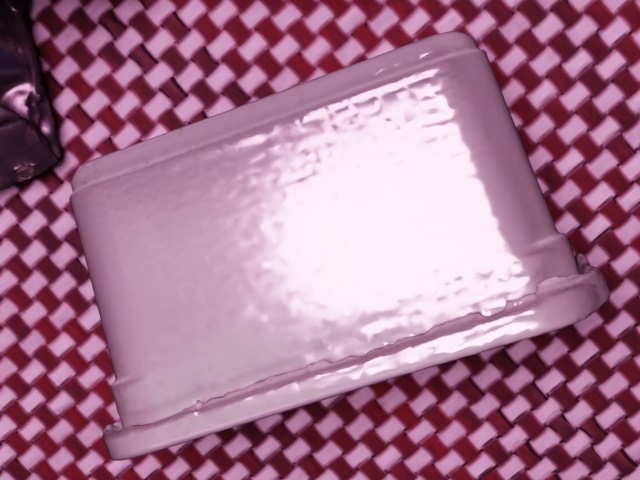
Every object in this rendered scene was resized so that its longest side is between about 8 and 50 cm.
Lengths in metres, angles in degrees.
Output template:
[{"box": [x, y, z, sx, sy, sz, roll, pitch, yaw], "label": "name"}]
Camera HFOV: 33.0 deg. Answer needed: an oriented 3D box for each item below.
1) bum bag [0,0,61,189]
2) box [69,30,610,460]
[{"box": [-0.259, -0.180, 0.711, 0.137, 0.074, 0.310, -9, 94, -22], "label": "bum bag"}, {"box": [0.000, 0.000, 0.682, 0.311, 0.175, 0.183, -18, 88, 8], "label": "box"}]
